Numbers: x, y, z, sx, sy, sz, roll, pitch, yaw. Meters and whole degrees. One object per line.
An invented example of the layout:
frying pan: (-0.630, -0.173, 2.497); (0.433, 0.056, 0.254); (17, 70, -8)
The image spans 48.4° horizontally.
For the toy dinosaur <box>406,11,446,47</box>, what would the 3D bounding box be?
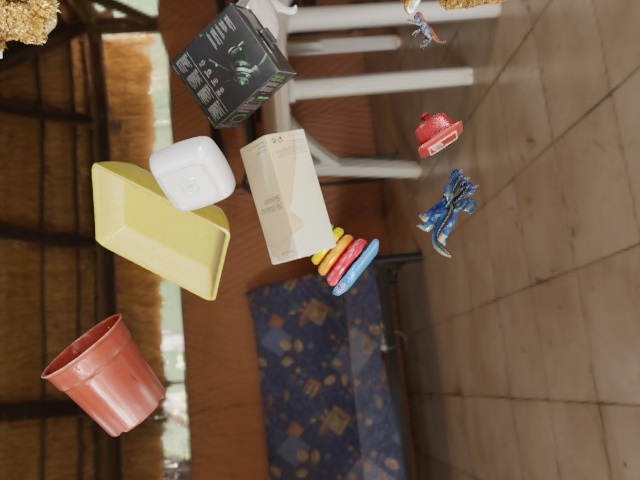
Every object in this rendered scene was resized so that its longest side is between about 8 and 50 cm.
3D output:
toy dinosaur: (0.236, -0.478, 1.607); (0.047, 0.090, 0.082); (92, -179, -78)

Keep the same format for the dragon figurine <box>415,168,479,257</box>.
dragon figurine: (0.291, -0.073, 1.598); (0.144, 0.085, 0.289); (-54, 3, 22)

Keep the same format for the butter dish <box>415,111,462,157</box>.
butter dish: (0.356, -0.352, 2.245); (0.118, 0.160, 0.160); (58, -171, 10)

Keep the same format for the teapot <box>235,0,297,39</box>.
teapot: (-0.236, -0.727, 2.488); (0.256, 0.187, 0.252); (-24, 37, 44)

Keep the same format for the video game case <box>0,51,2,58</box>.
video game case: (-0.994, -0.520, 1.845); (0.269, 0.244, 0.061); (24, 116, 45)

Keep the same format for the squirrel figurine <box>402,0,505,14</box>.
squirrel figurine: (0.385, -0.752, 1.966); (0.397, 0.370, 0.281); (35, -147, -55)

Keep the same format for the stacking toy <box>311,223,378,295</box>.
stacking toy: (0.000, 0.000, 2.044); (0.166, 0.302, 0.175); (-48, -4, -31)

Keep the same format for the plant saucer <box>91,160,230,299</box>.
plant saucer: (-0.357, -0.032, 1.643); (0.081, 0.332, 0.333); (-62, -2, -34)

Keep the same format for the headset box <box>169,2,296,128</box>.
headset box: (-0.247, -0.505, 2.059); (0.246, 0.283, 0.131); (54, -157, 6)

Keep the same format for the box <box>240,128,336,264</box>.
box: (-0.082, -0.108, 1.796); (0.148, 0.121, 0.311); (-19, 87, 55)

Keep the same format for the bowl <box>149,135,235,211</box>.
bowl: (-0.245, -0.118, 1.362); (0.053, 0.142, 0.142); (-95, -17, -50)

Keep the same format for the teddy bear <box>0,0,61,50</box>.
teddy bear: (-0.635, -0.396, 1.276); (0.113, 0.338, 0.245); (83, 178, -58)

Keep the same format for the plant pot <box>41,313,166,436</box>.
plant pot: (-0.604, 0.399, 2.047); (0.265, 0.272, 0.272); (55, -177, -14)
